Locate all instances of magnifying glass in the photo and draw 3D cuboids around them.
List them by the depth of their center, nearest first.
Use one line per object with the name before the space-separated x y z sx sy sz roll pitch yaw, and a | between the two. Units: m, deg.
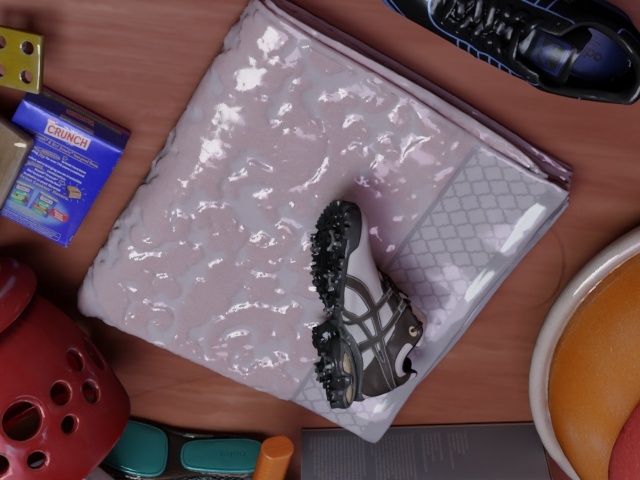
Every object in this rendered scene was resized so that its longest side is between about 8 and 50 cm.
magnifying glass | -0.054 0.242 1.178 0.092 0.026 0.231 -9 147 -16

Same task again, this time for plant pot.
plant pot | -0.281 0.121 1.064 0.191 0.191 0.174 -20 115 11

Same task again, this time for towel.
towel | 0.000 0.000 1.072 0.317 0.053 0.332 27 117 -16

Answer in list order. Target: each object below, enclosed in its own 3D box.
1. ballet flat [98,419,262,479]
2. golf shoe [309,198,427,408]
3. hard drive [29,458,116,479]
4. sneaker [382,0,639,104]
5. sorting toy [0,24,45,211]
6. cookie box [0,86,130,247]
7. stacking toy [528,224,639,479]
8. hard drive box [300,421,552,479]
ballet flat | -0.143 0.214 1.197 0.188 0.070 0.070 10 121 -3
golf shoe | 0.041 0.047 1.036 0.093 0.077 0.198 -8 128 -10
hard drive | -0.236 0.313 1.209 0.203 0.040 0.307 -23 138 12
sneaker | 0.145 -0.168 0.947 0.232 0.090 0.081 17 120 -11
sorting toy | -0.311 -0.067 1.003 0.132 0.046 0.275 36 116 5
cookie box | -0.222 -0.062 1.037 0.091 0.040 0.107 28 118 -15
stacking toy | 0.361 0.217 0.957 0.350 0.480 0.351 0 121 0
hard drive box | 0.098 0.274 1.218 0.232 0.089 0.181 -1 122 1
